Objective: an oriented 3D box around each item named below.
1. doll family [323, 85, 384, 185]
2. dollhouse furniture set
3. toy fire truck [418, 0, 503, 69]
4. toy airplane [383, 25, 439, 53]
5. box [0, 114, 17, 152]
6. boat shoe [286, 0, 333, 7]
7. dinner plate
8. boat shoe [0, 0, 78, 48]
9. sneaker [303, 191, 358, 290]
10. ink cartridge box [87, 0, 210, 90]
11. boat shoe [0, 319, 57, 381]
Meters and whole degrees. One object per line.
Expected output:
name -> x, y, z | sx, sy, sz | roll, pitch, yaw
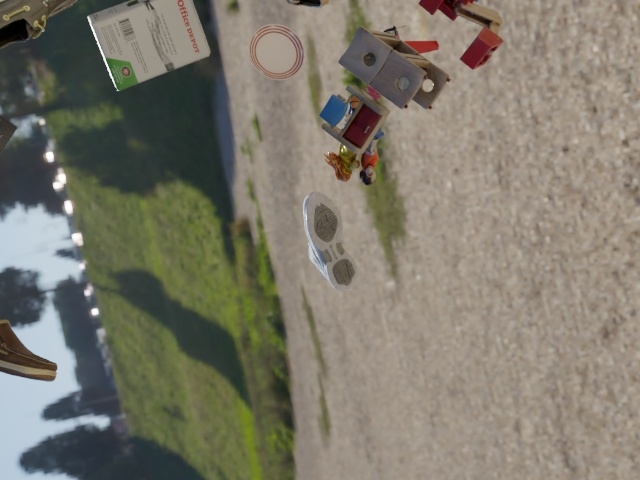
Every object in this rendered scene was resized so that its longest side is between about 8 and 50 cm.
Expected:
doll family -> 0.070, -0.224, 2.372 | 0.263, 0.118, 0.163 | -86, 3, -52
dollhouse furniture set -> 0.085, -0.211, 1.646 | 0.129, 0.184, 0.129 | 39, -160, 15
toy fire truck -> 0.215, -0.332, 1.540 | 0.047, 0.135, 0.192 | -53, -3, 41
toy airplane -> 0.140, -0.324, 1.924 | 0.028, 0.151, 0.151 | 75, 179, -64
box -> -0.802, -0.236, 2.424 | 0.158, 0.156, 0.093 | 38, 161, -29
boat shoe -> -0.039, -0.454, 1.937 | 0.170, 0.059, 0.063 | 18, 141, 44
dinner plate -> -0.107, -0.453, 2.588 | 0.017, 0.141, 0.141 | 153, 105, -71
boat shoe -> -0.573, -0.413, 2.013 | 0.091, 0.305, 0.109 | 57, 148, 5
sneaker -> 0.000, 0.000, 2.373 | 0.115, 0.090, 0.232 | 16, 127, 60
ink cartridge box -> -0.350, -0.420, 2.203 | 0.087, 0.208, 0.153 | -126, 17, -61
boat shoe -> -0.613, 0.196, 2.039 | 0.095, 0.257, 0.095 | 53, -128, -76
